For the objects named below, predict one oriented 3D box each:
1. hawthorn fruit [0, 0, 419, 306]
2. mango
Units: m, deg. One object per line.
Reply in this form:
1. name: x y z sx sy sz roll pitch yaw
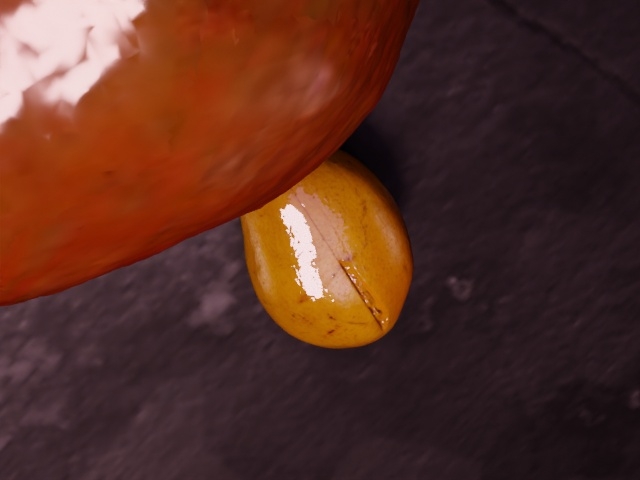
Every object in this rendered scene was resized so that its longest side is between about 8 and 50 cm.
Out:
1. hawthorn fruit: -0.062 -0.090 0.478 0.224 0.224 0.261 -47 153 12
2. mango: 0.000 0.000 0.676 0.060 0.046 0.089 -32 128 0
